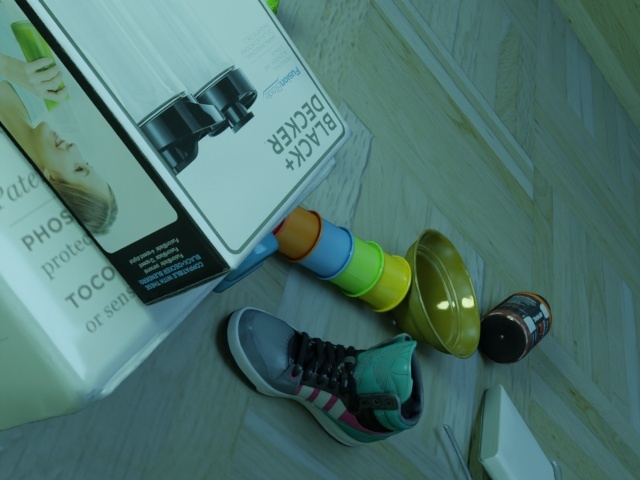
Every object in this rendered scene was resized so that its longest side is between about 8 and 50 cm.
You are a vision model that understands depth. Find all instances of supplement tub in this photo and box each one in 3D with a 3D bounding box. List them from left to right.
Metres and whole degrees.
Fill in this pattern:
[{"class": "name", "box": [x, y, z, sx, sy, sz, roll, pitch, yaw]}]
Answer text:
[{"class": "supplement tub", "box": [0.382, 0.160, 1.515, 0.198, 0.106, 0.106, -22, 88, -55]}]

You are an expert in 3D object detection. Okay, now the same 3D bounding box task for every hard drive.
[{"class": "hard drive", "box": [0.373, 0.431, 1.373, 0.307, 0.040, 0.203, 56, 25, -13]}]

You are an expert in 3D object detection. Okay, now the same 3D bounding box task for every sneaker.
[{"class": "sneaker", "box": [0.032, 0.163, 0.992, 0.295, 0.178, 0.124, 40, 43, -32]}]

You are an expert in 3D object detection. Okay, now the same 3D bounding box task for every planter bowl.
[{"class": "planter bowl", "box": [0.173, 0.097, 1.287, 0.217, 0.090, 0.217, 35, 45, -43]}]

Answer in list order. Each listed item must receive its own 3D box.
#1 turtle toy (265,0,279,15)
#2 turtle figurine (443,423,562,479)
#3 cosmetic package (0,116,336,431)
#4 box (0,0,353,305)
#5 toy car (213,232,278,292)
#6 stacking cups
[{"class": "turtle toy", "box": [-0.116, -0.395, 1.220, 0.130, 0.066, 0.095, 41, 65, -28]}, {"class": "turtle figurine", "box": [0.312, 0.447, 1.181, 0.266, 0.198, 0.275, 45, 44, -33]}, {"class": "cosmetic package", "box": [-0.270, -0.098, 0.608, 0.394, 0.329, 0.327, 56, 41, -13]}, {"class": "box", "box": [-0.119, -0.128, 0.462, 0.290, 0.087, 0.169, 56, 41, -15]}, {"class": "toy car", "box": [-0.078, -0.098, 0.909, 0.238, 0.210, 0.219, -34, 89, -17]}, {"class": "stacking cups", "box": [0.000, 0.000, 1.122, 0.316, 0.096, 0.096, 33, 47, -37]}]
